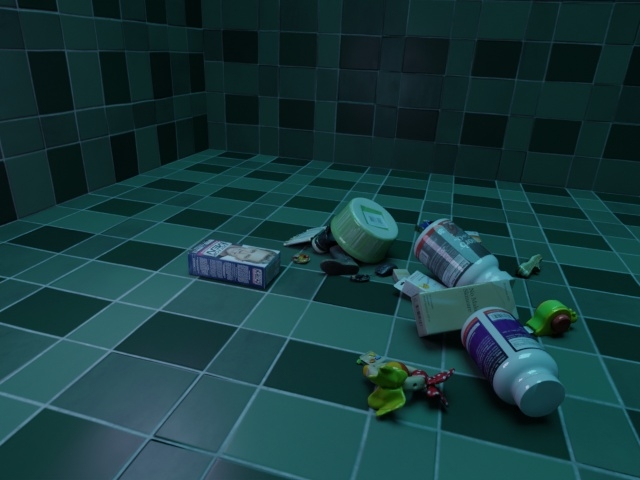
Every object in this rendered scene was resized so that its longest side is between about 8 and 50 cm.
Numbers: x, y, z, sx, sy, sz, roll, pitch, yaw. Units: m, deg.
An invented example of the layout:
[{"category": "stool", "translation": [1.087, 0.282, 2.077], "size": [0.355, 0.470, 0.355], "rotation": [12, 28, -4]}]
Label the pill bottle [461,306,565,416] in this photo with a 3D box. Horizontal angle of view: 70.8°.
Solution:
[{"category": "pill bottle", "translation": [0.550, 0.344, 1.302], "size": [0.181, 0.182, 0.323], "rotation": [0, 24, -7]}]

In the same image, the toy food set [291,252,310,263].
[{"category": "toy food set", "translation": [-0.090, 0.081, 2.049], "size": [0.082, 0.020, 0.083], "rotation": [10, 24, 16]}]

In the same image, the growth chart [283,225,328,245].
[{"category": "growth chart", "translation": [-0.068, -0.026, 2.243], "size": [0.172, 0.021, 0.237], "rotation": [-9, 15, 33]}]

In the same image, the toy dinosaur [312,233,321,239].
[{"category": "toy dinosaur", "translation": [0.000, 0.000, 2.230], "size": [0.082, 0.047, 0.090], "rotation": [-12, 31, 12]}]

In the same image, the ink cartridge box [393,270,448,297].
[{"category": "ink cartridge box", "translation": [0.392, 0.183, 1.766], "size": [0.181, 0.062, 0.104], "rotation": [30, 33, 25]}]

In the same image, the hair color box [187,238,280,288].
[{"category": "hair color box", "translation": [-0.359, 0.091, 1.890], "size": [0.347, 0.105, 0.174], "rotation": [10, 24, 14]}]

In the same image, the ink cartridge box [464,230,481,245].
[{"category": "ink cartridge box", "translation": [0.730, -0.012, 2.333], "size": [0.179, 0.045, 0.145], "rotation": [8, 23, 7]}]

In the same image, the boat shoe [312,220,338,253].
[{"category": "boat shoe", "translation": [0.098, -0.049, 2.198], "size": [0.340, 0.113, 0.127], "rotation": [-25, 77, -45]}]

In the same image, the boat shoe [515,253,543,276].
[{"category": "boat shoe", "translation": [0.959, 0.122, 2.033], "size": [0.190, 0.068, 0.072], "rotation": [-26, 47, -31]}]

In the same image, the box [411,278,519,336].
[{"category": "box", "translation": [0.480, 0.228, 1.517], "size": [0.311, 0.148, 0.121], "rotation": [-10, -14, -4]}]

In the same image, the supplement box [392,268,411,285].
[{"category": "supplement box", "translation": [0.345, 0.157, 1.899], "size": [0.062, 0.036, 0.098], "rotation": [1, 23, -5]}]

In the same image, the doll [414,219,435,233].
[{"category": "doll", "translation": [0.607, -0.082, 2.479], "size": [0.189, 0.046, 0.129], "rotation": [-11, 28, -29]}]

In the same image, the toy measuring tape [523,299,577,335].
[{"category": "toy measuring tape", "translation": [0.761, 0.272, 1.580], "size": [0.330, 0.121, 0.121], "rotation": [-3, 24, -13]}]

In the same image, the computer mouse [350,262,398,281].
[{"category": "computer mouse", "translation": [0.233, 0.134, 1.938], "size": [0.242, 0.041, 0.071], "rotation": [-12, 28, -30]}]

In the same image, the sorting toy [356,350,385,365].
[{"category": "sorting toy", "translation": [0.153, 0.372, 1.404], "size": [0.083, 0.012, 0.062], "rotation": [-16, 30, -38]}]

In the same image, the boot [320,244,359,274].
[{"category": "boot", "translation": [0.071, 0.077, 2.011], "size": [0.189, 0.076, 0.208], "rotation": [11, 27, -18]}]

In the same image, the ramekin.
[{"category": "ramekin", "translation": [0.211, -0.057, 2.072], "size": [0.303, 0.148, 0.303], "rotation": [23, 37, -19]}]

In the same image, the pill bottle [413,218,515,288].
[{"category": "pill bottle", "translation": [0.559, 0.095, 1.769], "size": [0.210, 0.210, 0.363], "rotation": [-14, 47, -35]}]

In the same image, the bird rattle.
[{"category": "bird rattle", "translation": [0.235, 0.381, 1.264], "size": [0.253, 0.143, 0.207], "rotation": [-5, 8, -25]}]
